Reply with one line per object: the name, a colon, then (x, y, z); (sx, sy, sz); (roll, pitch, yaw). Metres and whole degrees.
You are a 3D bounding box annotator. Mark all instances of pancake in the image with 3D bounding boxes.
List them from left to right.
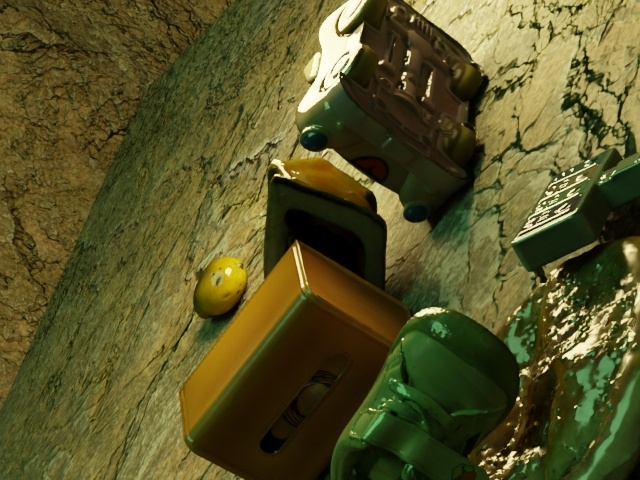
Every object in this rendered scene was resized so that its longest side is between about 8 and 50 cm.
pancake: (0.230, 0.159, 1.569); (0.387, 0.082, 0.387); (-52, 16, 21)

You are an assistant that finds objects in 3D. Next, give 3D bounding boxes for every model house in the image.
model house: (-0.006, 0.010, 2.203); (0.239, 0.173, 0.268); (-112, 25, -69)

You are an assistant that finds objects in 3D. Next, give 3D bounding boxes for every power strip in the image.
power strip: (0.297, -0.042, 1.685); (0.145, 0.061, 0.216); (-29, 10, 30)

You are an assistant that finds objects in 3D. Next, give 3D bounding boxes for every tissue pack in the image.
tissue pack: (-0.027, 0.176, 2.035); (0.274, 0.194, 0.145); (-52, 24, 19)

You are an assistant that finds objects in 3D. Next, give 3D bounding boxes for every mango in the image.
mango: (-0.180, 0.087, 2.748); (0.161, 0.076, 0.103); (-45, 27, 56)

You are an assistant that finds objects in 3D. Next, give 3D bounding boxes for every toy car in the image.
toy car: (0.078, -0.185, 2.251); (0.226, 0.242, 0.336); (-41, 23, 35)

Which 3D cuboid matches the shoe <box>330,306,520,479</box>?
shoe: (0.103, 0.188, 1.550); (0.262, 0.140, 0.128); (-56, 9, 42)
